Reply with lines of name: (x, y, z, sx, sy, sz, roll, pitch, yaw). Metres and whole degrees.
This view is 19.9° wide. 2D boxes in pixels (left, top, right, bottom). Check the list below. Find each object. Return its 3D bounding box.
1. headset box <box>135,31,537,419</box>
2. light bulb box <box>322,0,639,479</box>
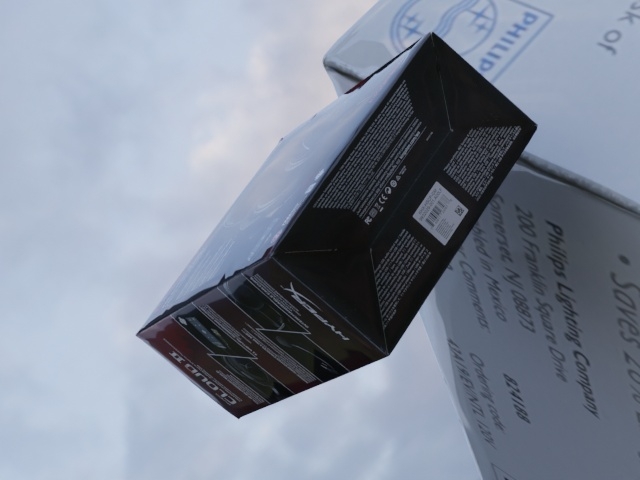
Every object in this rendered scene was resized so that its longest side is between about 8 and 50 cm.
headset box: (0.000, 0.000, 0.383, 0.062, 0.032, 0.083, -54, 13, -26)
light bulb box: (0.238, 0.063, 0.491, 0.225, 0.361, 0.358, -46, -38, -19)
